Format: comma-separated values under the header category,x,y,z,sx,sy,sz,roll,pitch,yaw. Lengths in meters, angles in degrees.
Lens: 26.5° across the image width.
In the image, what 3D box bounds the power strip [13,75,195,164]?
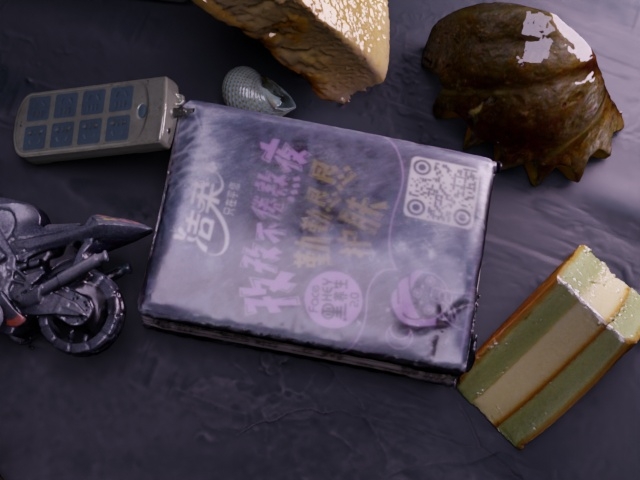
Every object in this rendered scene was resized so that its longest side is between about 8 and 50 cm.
category,x,y,z,sx,sy,sz,roll,pitch,yaw
power strip,-0.239,-0.131,1.476,0.227,0.029,0.080,-5,68,23

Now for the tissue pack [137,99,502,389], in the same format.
category,x,y,z,sx,sy,sz,roll,pitch,yaw
tissue pack,0.000,0.000,1.471,0.361,0.122,0.259,10,71,0

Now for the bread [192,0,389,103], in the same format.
category,x,y,z,sx,sy,sz,roll,pitch,yaw
bread,-0.032,-0.289,1.470,0.114,0.275,0.184,-14,62,32

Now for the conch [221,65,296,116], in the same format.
category,x,y,z,sx,sy,sz,roll,pitch,yaw
conch,-0.072,-0.159,1.538,0.085,0.076,0.056,49,118,25

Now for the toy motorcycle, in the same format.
category,x,y,z,sx,sy,sz,roll,pitch,yaw
toy motorcycle,-0.335,0.018,1.429,0.307,0.108,0.173,12,81,13

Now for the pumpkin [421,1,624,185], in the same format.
category,x,y,z,sx,sy,sz,roll,pitch,yaw
pumpkin,0.230,-0.163,1.525,0.254,0.149,0.130,24,65,1

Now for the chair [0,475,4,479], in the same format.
category,x,y,z,sx,sy,sz,roll,pitch,yaw
chair,-0.488,0.149,1.315,0.203,0.240,0.416,-39,81,-12

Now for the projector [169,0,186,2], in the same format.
category,x,y,z,sx,sy,sz,roll,pitch,yaw
projector,-0.264,-0.361,1.510,0.257,0.192,0.099,6,72,-3

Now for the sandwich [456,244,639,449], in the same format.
category,x,y,z,sx,sy,sz,roll,pitch,yaw
sandwich,0.260,0.118,1.513,0.117,0.144,0.187,45,111,8
